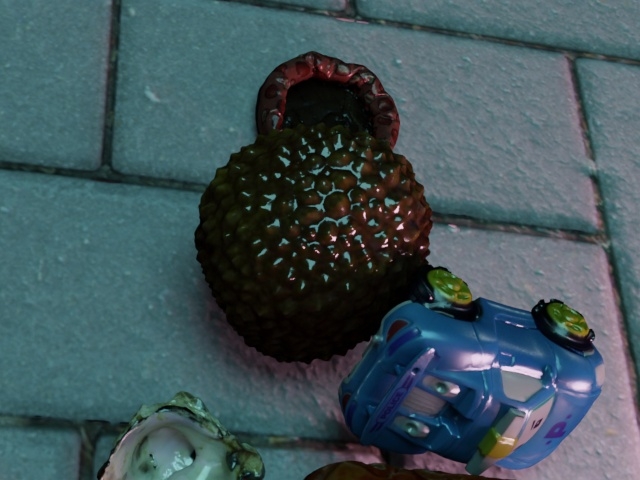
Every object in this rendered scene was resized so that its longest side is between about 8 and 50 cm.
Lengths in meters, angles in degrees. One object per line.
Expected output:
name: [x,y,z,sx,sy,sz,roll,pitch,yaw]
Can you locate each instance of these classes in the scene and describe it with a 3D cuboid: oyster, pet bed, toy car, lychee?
oyster: [-0.147,0.240,1.369,0.191,0.081,0.163,19,76,-24]
pet bed: [0.010,-0.162,1.698,0.201,0.053,0.201,12,52,-16]
toy car: [0.175,0.163,1.399,0.314,0.198,0.166,17,32,-28]
lychee: [0.000,0.000,1.436,0.268,0.267,0.267,9,55,-12]

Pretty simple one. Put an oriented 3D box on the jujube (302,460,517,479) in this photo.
jujube: [0.125,0.327,1.316,0.342,0.216,0.216,14,52,10]
